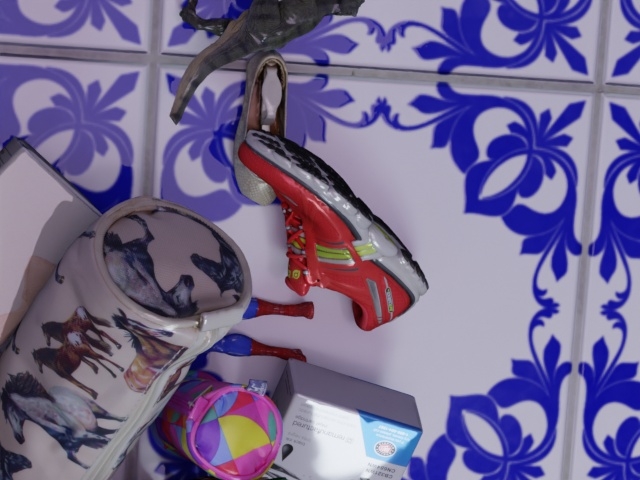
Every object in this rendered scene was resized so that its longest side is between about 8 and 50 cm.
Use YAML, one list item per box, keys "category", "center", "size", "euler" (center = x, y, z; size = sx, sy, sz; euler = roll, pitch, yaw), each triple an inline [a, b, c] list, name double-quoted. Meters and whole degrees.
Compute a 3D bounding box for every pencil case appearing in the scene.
- category: "pencil case"
  center: [-0.109, 0.183, 1.631]
  size: [0.104, 0.236, 0.104]
  euler: [1, 86, -16]
- category: "pencil case"
  center: [-0.218, 0.140, 1.542]
  size: [0.183, 0.160, 0.410]
  euler: [50, 127, 18]

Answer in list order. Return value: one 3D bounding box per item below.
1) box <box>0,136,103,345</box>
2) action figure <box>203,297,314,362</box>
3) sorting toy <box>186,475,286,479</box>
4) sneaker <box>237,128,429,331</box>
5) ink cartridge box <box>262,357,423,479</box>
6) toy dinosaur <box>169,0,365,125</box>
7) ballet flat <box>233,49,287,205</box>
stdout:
- category: "box"
  center: [-0.362, 0.050, 1.605]
  size: [0.121, 0.148, 0.311]
  euler: [44, 87, -15]
- category: "action figure"
  center: [-0.143, 0.087, 1.667]
  size: [0.280, 0.139, 0.091]
  euler: [7, 94, -11]
- category: "sorting toy"
  center: [-0.133, 0.273, 1.623]
  size: [0.132, 0.274, 0.046]
  euler: [-9, 87, -23]
- category: "sneaker"
  center: [0.000, 0.000, 1.684]
  size: [0.118, 0.107, 0.279]
  euler: [-42, 118, 6]
- category: "ink cartridge box"
  center: [0.001, 0.247, 1.711]
  size: [0.148, 0.086, 0.203]
  euler: [17, 110, -13]
- category: "toy dinosaur"
  center: [-0.076, -0.230, 1.661]
  size: [0.268, 0.064, 0.118]
  euler: [-33, 70, -23]
- category: "ballet flat"
  center: [-0.061, -0.118, 1.699]
  size: [0.057, 0.052, 0.168]
  euler: [-1, 97, -14]
